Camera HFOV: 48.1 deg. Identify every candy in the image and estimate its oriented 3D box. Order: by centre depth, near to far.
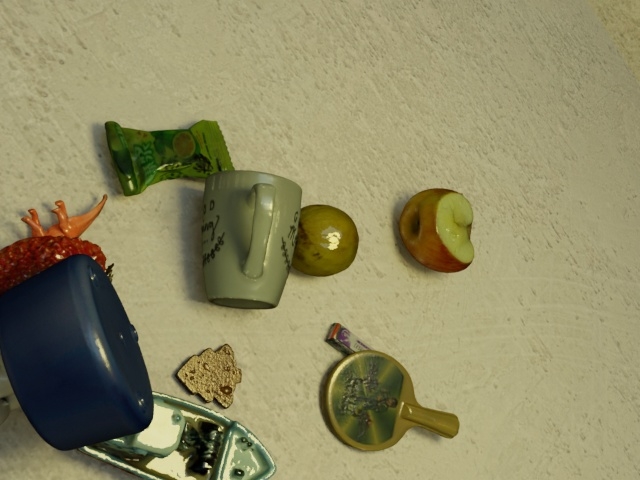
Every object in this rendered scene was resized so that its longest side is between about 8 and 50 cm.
[{"bbox_3d":[-0.285,-0.163,1.377,0.246,0.069,0.149,-12,75,-32],"label":"candy"}]

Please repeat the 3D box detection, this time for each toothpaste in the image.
[{"bbox_3d":[0.098,0.242,1.506,0.196,0.040,0.047,38,58,-18],"label":"toothpaste"}]

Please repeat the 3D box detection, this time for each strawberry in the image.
[{"bbox_3d":[-0.450,0.053,1.134,0.236,0.175,0.107,2,51,-52],"label":"strawberry"}]

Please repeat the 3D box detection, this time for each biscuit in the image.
[{"bbox_3d":[-0.204,0.245,1.310,0.130,0.019,0.119,11,67,-31],"label":"biscuit"}]

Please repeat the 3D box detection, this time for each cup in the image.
[{"bbox_3d":[-0.127,-0.003,1.312,0.186,0.258,0.234,7,74,-12],"label":"cup"}]

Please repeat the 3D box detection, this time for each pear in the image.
[{"bbox_3d":[0.000,0.000,1.462,0.162,0.149,0.149,4,71,-29],"label":"pear"}]

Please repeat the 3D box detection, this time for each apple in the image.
[{"bbox_3d":[0.274,-0.022,1.645,0.173,0.160,0.195,7,77,-24],"label":"apple"}]

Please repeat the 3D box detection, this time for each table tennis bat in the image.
[{"bbox_3d":[0.149,0.344,1.477,0.320,0.050,0.198,22,74,-19],"label":"table tennis bat"}]

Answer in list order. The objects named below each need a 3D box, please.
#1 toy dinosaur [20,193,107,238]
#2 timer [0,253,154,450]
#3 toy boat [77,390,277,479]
[{"bbox_3d":[-0.464,-0.003,1.201,0.279,0.055,0.101,-35,113,-31],"label":"toy dinosaur"},{"bbox_3d":[-0.455,0.207,1.004,0.383,0.270,0.270,-22,85,-7],"label":"timer"},{"bbox_3d":[-0.224,0.339,1.191,0.331,0.133,0.145,27,59,-24],"label":"toy boat"}]
